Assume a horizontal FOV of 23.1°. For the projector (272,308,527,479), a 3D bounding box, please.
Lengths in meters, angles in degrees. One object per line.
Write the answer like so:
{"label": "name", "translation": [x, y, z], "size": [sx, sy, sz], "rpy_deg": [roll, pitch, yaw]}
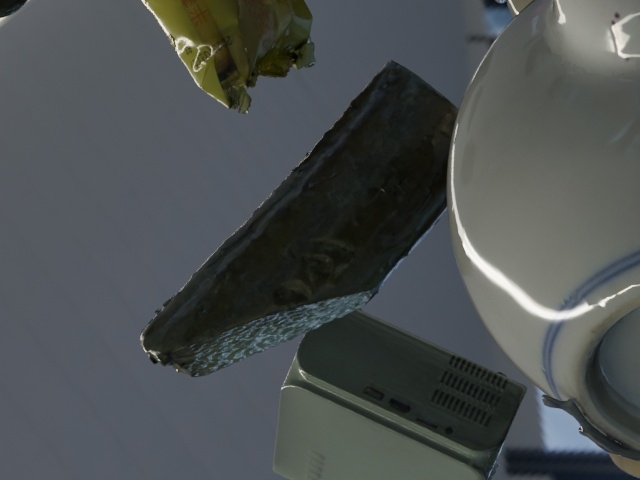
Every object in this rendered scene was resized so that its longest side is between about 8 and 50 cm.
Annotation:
{"label": "projector", "translation": [0.070, 0.173, 1.444], "size": [0.198, 0.108, 0.250], "rpy_deg": [24, 151, 10]}

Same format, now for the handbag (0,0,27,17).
{"label": "handbag", "translation": [-0.246, -0.216, 1.201], "size": [0.072, 0.111, 0.047], "rpy_deg": [12, -171, -11]}

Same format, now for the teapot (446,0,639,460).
{"label": "teapot", "translation": [0.188, -0.045, 0.744], "size": [0.424, 0.252, 0.280], "rpy_deg": [55, -150, -41]}

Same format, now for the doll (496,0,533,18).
{"label": "doll", "translation": [0.217, -0.331, 1.632], "size": [0.370, 0.215, 0.226], "rpy_deg": [38, -161, 7]}

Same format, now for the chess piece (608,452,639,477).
{"label": "chess piece", "translation": [0.254, 0.130, 1.255], "size": [0.094, 0.094, 0.170], "rpy_deg": [-104, -5, -48]}

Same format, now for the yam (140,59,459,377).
{"label": "yam", "translation": [0.000, 0.000, 1.018], "size": [0.106, 0.259, 0.106], "rpy_deg": [40, 171, 7]}

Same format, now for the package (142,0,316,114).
{"label": "package", "translation": [-0.088, -0.212, 1.240], "size": [0.226, 0.090, 0.168], "rpy_deg": [59, -149, -3]}
